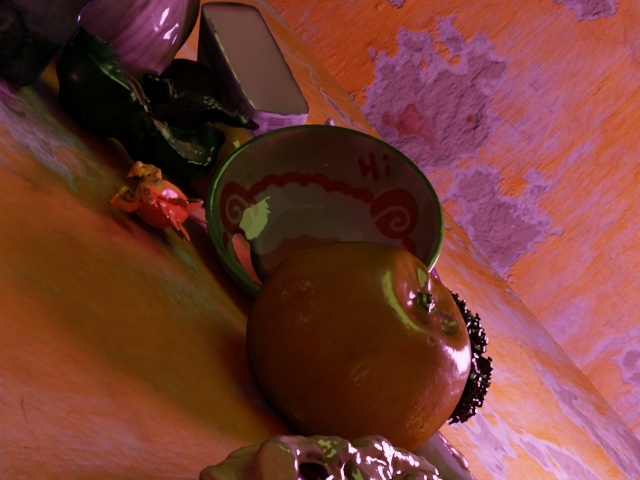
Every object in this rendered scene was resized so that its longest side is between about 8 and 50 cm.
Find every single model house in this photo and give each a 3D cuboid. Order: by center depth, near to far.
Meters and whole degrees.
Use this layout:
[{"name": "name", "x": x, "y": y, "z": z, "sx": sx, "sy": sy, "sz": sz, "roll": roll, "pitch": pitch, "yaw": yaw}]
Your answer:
[{"name": "model house", "x": -0.425, "y": -0.379, "z": 1.739, "sx": 0.329, "sy": 0.251, "sz": 0.295, "roll": 35, "pitch": 16, "yaw": -17}]

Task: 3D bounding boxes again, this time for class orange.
[{"name": "orange", "x": 0.049, "y": 0.124, "z": 1.687, "sx": 0.279, "sy": 0.235, "sz": 0.279, "roll": 38, "pitch": 20, "yaw": -17}]

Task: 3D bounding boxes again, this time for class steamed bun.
[{"name": "steamed bun", "x": 0.072, "y": 0.285, "z": 1.391, "sx": 0.247, "sy": 0.189, "sz": 0.428, "roll": 60, "pitch": 16, "yaw": 23}]

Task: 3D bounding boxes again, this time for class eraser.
[{"name": "eraser", "x": -0.113, "y": -0.227, "z": 2.224, "sx": 0.213, "sy": 0.082, "sz": 0.397, "roll": 64, "pitch": -10, "yaw": 7}]

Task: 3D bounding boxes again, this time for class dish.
[{"name": "dish", "x": 0.000, "y": 0.000, "z": 1.959, "sx": 0.324, "sy": 0.324, "sz": 0.124, "roll": 53, "pitch": -27, "yaw": 28}]

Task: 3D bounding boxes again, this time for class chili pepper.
[{"name": "chili pepper", "x": -0.255, "y": -0.165, "z": 1.884, "sx": 0.264, "sy": 0.116, "sz": 0.148, "roll": 41, "pitch": 19, "yaw": -20}]

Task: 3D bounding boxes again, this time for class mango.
[{"name": "mango", "x": -0.129, "y": -0.102, "z": 2.112, "sx": 0.156, "sy": 0.114, "sz": 0.251, "roll": 53, "pitch": 3, "yaw": 21}]

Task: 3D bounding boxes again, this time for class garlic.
[{"name": "garlic", "x": -0.301, "y": -0.381, "z": 2.065, "sx": 0.317, "sy": 0.259, "sz": 0.317, "roll": 39, "pitch": 15, "yaw": -13}]

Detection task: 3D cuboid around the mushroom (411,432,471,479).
[{"name": "mushroom", "x": 0.133, "y": 0.293, "z": 1.747, "sx": 0.109, "sy": 0.097, "sz": 0.351, "roll": 62, "pitch": 0, "yaw": -30}]

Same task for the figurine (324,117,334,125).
[{"name": "figurine", "x": -0.003, "y": -0.046, "z": 2.201, "sx": 0.205, "sy": 0.103, "sz": 0.260, "roll": 85, "pitch": 17, "yaw": -50}]

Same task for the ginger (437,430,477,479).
[{"name": "ginger", "x": 0.185, "y": 0.327, "z": 1.942, "sx": 0.176, "sy": 0.052, "sz": 0.193, "roll": 45, "pitch": 4, "yaw": -8}]

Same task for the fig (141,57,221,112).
[{"name": "fig", "x": -0.221, "y": -0.208, "z": 2.120, "sx": 0.123, "sy": 0.123, "sz": 0.156, "roll": 48, "pitch": 20, "yaw": 7}]

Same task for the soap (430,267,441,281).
[{"name": "soap", "x": 0.086, "y": 0.044, "z": 2.335, "sx": 0.233, "sy": 0.128, "sz": 0.359, "roll": 42, "pitch": 12, "yaw": -22}]

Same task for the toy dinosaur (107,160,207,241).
[{"name": "toy dinosaur", "x": -0.196, "y": -0.045, "z": 1.775, "sx": 0.117, "sy": 0.070, "sz": 0.288, "roll": 35, "pitch": 0, "yaw": -5}]

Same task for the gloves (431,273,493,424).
[{"name": "gloves", "x": 0.129, "y": 0.146, "z": 2.000, "sx": 0.135, "sy": 0.210, "sz": 0.312, "roll": 13, "pitch": 4, "yaw": -24}]

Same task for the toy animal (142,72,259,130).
[{"name": "toy animal", "x": -0.181, "y": -0.180, "z": 2.003, "sx": 0.202, "sy": 0.105, "sz": 0.070, "roll": 13, "pitch": -33, "yaw": 9}]
